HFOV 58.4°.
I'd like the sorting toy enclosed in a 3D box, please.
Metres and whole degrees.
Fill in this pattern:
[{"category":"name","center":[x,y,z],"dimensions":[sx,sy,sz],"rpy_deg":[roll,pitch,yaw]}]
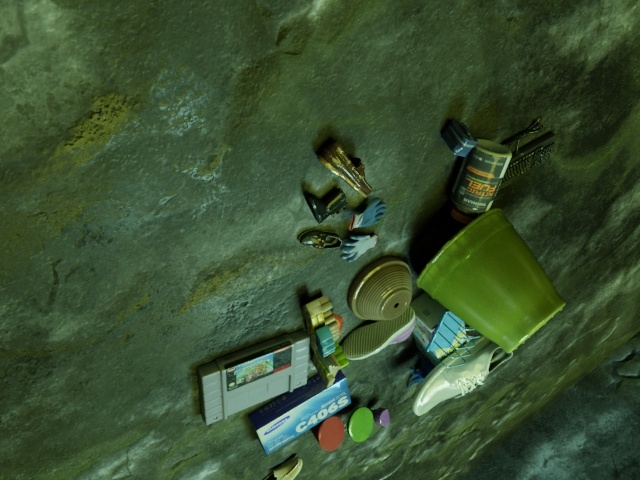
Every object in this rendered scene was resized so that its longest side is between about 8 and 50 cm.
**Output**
[{"category":"sorting toy","center":[0.097,0.682,2.148],"dimensions":[0.365,0.126,0.127],"rpy_deg":[-1,90,-40]}]

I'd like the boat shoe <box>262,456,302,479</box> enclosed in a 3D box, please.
[{"category":"boat shoe","center":[-0.151,0.877,2.144],"dimensions":[0.190,0.068,0.072],"rpy_deg":[-45,125,1]}]

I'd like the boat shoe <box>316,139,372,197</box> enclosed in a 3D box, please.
[{"category":"boat shoe","center":[0.079,-0.184,1.481],"dimensions":[0.073,0.073,0.207],"rpy_deg":[-48,137,8]}]

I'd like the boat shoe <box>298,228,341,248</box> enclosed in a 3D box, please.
[{"category":"boat shoe","center":[0.001,-0.002,1.589],"dimensions":[0.132,0.042,0.049],"rpy_deg":[1,124,-35]}]

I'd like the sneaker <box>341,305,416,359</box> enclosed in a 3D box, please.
[{"category":"sneaker","center":[0.210,0.342,1.970],"dimensions":[0.282,0.102,0.161],"rpy_deg":[-28,150,-5]}]

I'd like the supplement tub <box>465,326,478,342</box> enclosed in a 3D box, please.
[{"category":"supplement tub","center":[0.595,0.409,2.322],"dimensions":[0.070,0.071,0.107],"rpy_deg":[-13,129,-29]}]

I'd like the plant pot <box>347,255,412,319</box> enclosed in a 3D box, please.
[{"category":"plant pot","center":[0.212,0.177,1.833],"dimensions":[0.237,0.110,0.238],"rpy_deg":[-20,133,-23]}]

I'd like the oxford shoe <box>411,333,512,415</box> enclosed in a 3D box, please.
[{"category":"oxford shoe","center":[0.518,0.487,2.075],"dimensions":[0.449,0.130,0.169],"rpy_deg":[-36,140,-9]}]

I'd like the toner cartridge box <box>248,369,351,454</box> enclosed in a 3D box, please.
[{"category":"toner cartridge box","center":[-0.064,0.578,1.964],"dimensions":[0.347,0.075,0.165],"rpy_deg":[-27,134,-16]}]

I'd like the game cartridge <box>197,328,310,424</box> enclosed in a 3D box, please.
[{"category":"game cartridge","center":[-0.197,0.416,1.756],"dimensions":[0.354,0.068,0.230],"rpy_deg":[-17,135,-26]}]

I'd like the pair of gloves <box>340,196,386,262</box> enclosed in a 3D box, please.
[{"category":"pair of gloves","center":[0.125,-0.031,1.648],"dimensions":[0.159,0.023,0.198],"rpy_deg":[-21,134,-44]}]

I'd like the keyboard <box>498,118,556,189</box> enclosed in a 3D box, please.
[{"category":"keyboard","center":[0.644,-0.271,1.862],"dimensions":[0.317,0.033,0.202],"rpy_deg":[-30,135,-16]}]

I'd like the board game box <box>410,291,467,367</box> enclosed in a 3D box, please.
[{"category":"board game box","center":[0.428,0.319,2.076],"dimensions":[0.142,0.144,0.275],"rpy_deg":[-33,136,-12]}]

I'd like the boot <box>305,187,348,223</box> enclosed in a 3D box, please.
[{"category":"boot","center":[0.018,-0.105,1.518],"dimensions":[0.099,0.045,0.121],"rpy_deg":[-35,143,-6]}]

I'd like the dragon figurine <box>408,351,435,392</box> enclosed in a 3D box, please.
[{"category":"dragon figurine","center":[0.432,0.522,2.235],"dimensions":[0.085,0.144,0.289],"rpy_deg":[11,115,-41]}]

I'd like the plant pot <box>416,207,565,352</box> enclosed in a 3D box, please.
[{"category":"plant pot","center":[0.558,0.148,1.806],"dimensions":[0.366,0.353,0.367],"rpy_deg":[-35,159,-16]}]

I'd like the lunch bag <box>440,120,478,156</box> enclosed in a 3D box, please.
[{"category":"lunch bag","center":[0.393,-0.293,1.614],"dimensions":[0.067,0.099,0.065],"rpy_deg":[3,138,-40]}]

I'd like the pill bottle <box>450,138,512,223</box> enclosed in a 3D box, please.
[{"category":"pill bottle","center":[0.476,-0.173,1.740],"dimensions":[0.130,0.130,0.246],"rpy_deg":[-7,126,-32]}]

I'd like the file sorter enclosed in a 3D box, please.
[{"category":"file sorter","center":[0.457,0.326,1.922],"dimensions":[0.118,0.104,0.171],"rpy_deg":[-1,121,-37]}]

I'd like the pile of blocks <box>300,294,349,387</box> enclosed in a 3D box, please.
[{"category":"pile of blocks","center":[0.036,0.311,1.777],"dimensions":[0.112,0.149,0.362],"rpy_deg":[-26,134,-18]}]
